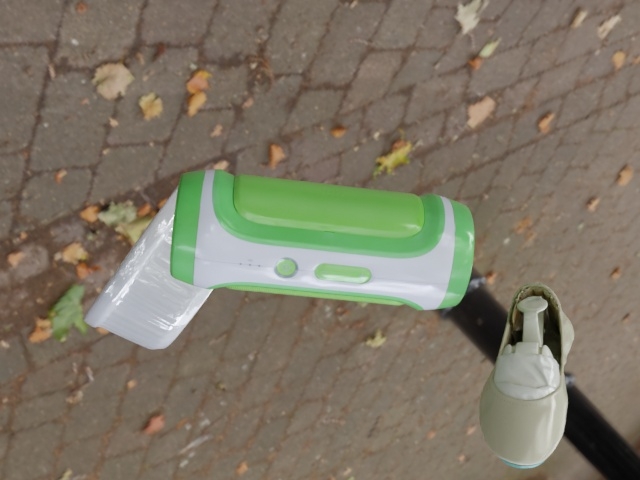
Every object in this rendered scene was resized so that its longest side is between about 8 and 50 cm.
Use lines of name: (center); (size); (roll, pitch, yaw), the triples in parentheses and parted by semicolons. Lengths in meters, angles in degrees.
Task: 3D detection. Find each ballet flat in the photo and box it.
ballet flat: (0.208, 0.119, 0.838); (0.086, 0.086, 0.248); (-62, 177, 31)

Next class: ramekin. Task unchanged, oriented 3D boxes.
ramekin: (-0.228, 0.042, 1.263); (0.273, 0.127, 0.273); (-51, -170, 12)

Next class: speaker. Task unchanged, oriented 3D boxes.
speaker: (0.000, 0.000, 0.864); (0.297, 0.131, 0.131); (6, 136, -6)
